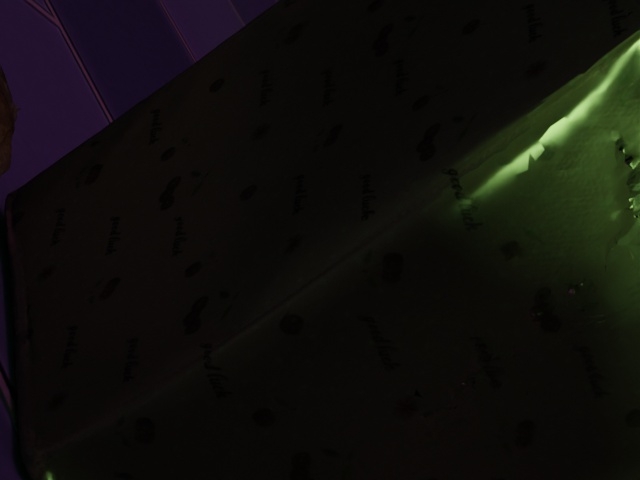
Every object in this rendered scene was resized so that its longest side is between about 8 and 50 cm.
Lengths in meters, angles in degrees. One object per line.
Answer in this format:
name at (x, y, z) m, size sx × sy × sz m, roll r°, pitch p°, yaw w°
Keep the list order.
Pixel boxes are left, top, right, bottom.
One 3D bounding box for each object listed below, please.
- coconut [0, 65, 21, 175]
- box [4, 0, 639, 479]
coconut at (-0.180, -0.080, 0.802) m, size 0.133 × 0.055 × 0.158 m, roll 47°, pitch 10°, yaw -43°
box at (0.038, 0.011, 0.801) m, size 0.190 × 0.297 × 0.225 m, roll 49°, pitch 11°, yaw -29°
